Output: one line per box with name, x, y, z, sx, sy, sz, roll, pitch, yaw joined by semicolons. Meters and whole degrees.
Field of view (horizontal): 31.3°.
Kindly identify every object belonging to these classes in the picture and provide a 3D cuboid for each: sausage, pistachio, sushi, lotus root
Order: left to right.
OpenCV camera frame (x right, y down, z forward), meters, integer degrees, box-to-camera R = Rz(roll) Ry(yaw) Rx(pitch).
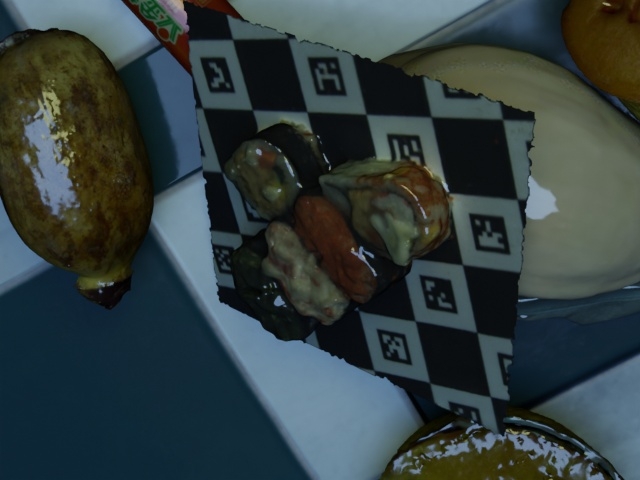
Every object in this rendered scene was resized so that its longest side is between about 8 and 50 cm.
lotus root;-0.222;-0.063;1.026;0.128;0.145;0.260;-9;104;29
sausage;-0.165;-0.249;1.007;0.083;0.083;0.264;-41;99;14
sushi;0.000;0.000;0.940;0.339;0.069;0.320;23;132;31
pistachio;0.176;-0.058;0.984;0.332;0.226;0.208;21;146;-2

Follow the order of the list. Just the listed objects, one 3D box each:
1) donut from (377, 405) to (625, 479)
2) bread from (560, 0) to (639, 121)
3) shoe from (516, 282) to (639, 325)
donut;0.178;0.280;1.134;0.272;0.107;0.272;1;102;6
bread;0.329;-0.200;0.900;0.270;0.270;0.148;-39;140;13
shoe;0.252;0.040;1.080;0.195;0.079;0.078;-9;145;-4
